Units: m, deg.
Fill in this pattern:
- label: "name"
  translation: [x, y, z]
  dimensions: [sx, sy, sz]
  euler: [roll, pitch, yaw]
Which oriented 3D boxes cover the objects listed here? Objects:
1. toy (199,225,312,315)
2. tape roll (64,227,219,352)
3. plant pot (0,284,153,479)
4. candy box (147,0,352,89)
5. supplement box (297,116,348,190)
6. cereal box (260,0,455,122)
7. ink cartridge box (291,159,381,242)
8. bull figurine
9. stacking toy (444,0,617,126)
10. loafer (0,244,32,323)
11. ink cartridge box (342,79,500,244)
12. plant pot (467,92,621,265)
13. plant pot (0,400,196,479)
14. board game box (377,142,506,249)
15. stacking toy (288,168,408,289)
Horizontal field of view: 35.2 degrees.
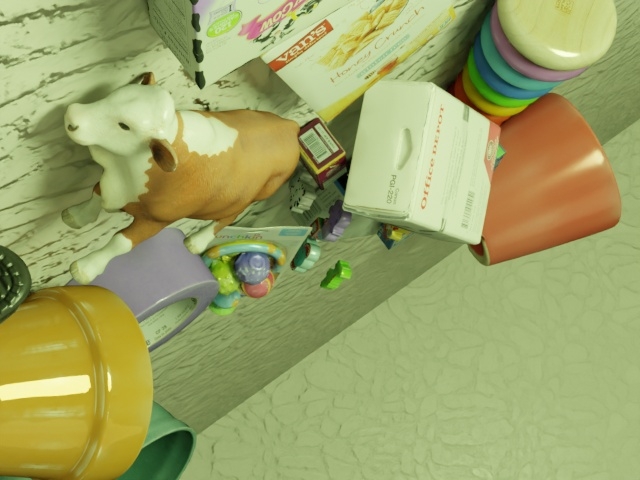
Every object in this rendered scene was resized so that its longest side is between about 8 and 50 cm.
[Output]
- label: "toy"
  translation: [-0.105, 0.049, 1.323]
  dimensions: [0.137, 0.056, 0.237]
  euler: [0, 159, -18]
- label: "tape roll"
  translation: [-0.215, 0.073, 1.168]
  dimensions: [0.189, 0.080, 0.189]
  euler: [-35, 167, -9]
- label: "plant pot"
  translation: [-0.299, 0.147, 0.982]
  dimensions: [0.188, 0.205, 0.205]
  euler: [1, 143, -47]
- label: "candy box"
  translation: [-0.032, -0.204, 0.652]
  dimensions: [0.165, 0.070, 0.196]
  euler: [-34, 167, -14]
- label: "supplement box"
  translation: [0.000, -0.100, 1.177]
  dimensions: [0.043, 0.055, 0.083]
  euler: [-36, 169, -3]
- label: "cereal box"
  translation: [0.033, -0.199, 0.911]
  dimensions: [0.173, 0.047, 0.240]
  euler: [-38, 168, 7]
- label: "ink cartridge box"
  translation: [0.097, -0.074, 1.532]
  dimensions: [0.165, 0.065, 0.333]
  euler: [-41, 166, 20]
- label: "bull figurine"
  translation: [-0.127, -0.056, 0.884]
  dimensions: [0.188, 0.101, 0.310]
  euler: [-38, 166, 25]
- label: "stacking toy"
  translation: [0.232, -0.208, 1.264]
  dimensions: [0.141, 0.141, 0.330]
  euler: [-32, 172, -21]
- label: "loafer"
  translation: [-0.341, 0.070, 0.830]
  dimensions: [0.220, 0.080, 0.078]
  euler: [-25, 171, -8]
- label: "ink cartridge box"
  translation: [0.126, -0.089, 1.211]
  dimensions: [0.218, 0.092, 0.158]
  euler: [16, 85, -60]
- label: "plant pot"
  translation: [0.357, -0.093, 1.796]
  dimensions: [0.243, 0.275, 0.275]
  euler: [-26, 167, -3]
- label: "plant pot"
  translation: [-0.334, 0.290, 1.308]
  dimensions: [0.293, 0.196, 0.293]
  euler: [-44, 162, -18]
- label: "board game box"
  translation: [0.183, -0.071, 1.552]
  dimensions: [0.201, 0.035, 0.136]
  euler: [-33, 168, -13]
- label: "stacking toy"
  translation: [0.000, 0.000, 1.356]
  dimensions: [0.167, 0.052, 0.221]
  euler: [15, 139, -27]
